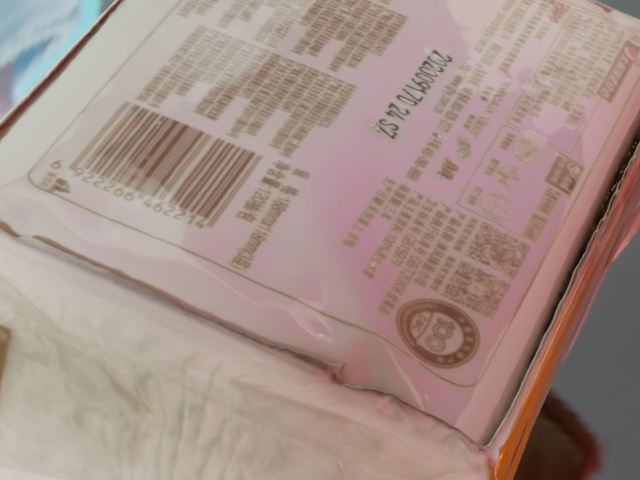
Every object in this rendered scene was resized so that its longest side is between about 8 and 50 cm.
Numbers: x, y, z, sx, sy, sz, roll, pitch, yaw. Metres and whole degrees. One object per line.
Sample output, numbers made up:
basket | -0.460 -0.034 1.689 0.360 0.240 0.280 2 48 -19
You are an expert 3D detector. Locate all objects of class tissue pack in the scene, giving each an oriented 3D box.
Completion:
tissue pack | 0.000 0.000 0.650 0.185 0.225 0.124 25 132 8
